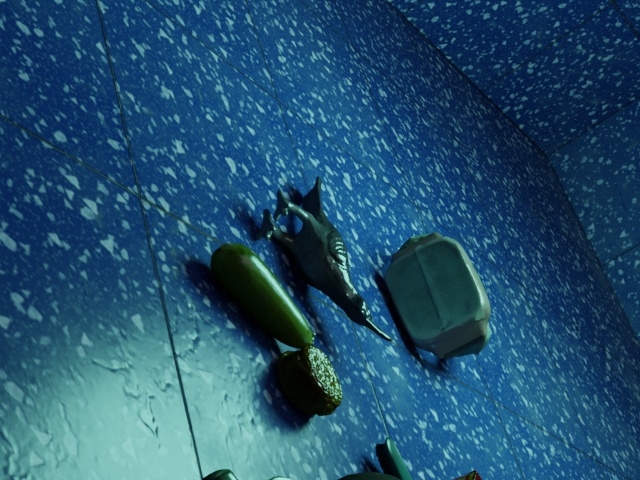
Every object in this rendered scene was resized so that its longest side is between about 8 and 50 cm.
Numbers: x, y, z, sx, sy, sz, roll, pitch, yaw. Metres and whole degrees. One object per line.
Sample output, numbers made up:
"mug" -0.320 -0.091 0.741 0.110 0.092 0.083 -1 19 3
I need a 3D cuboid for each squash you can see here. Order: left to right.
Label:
"squash" -0.076 0.078 1.637 0.201 0.066 0.066 47 22 -24

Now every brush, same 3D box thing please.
"brush" 0.126 0.370 1.719 0.193 0.032 0.043 65 16 -11

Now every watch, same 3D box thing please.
"watch" 0.227 0.105 2.201 0.253 0.161 0.241 69 11 23

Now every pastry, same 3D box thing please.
"pastry" -0.012 0.190 1.628 0.097 0.057 0.109 38 28 -44

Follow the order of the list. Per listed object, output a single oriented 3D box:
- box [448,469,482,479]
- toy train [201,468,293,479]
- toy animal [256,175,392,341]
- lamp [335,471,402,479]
"box" 0.199 0.470 1.613 0.197 0.089 0.313 63 20 -6
"toy train" -0.028 0.392 1.148 0.369 0.150 0.237 49 26 10
"toy animal" -0.017 -0.002 1.878 0.206 0.081 0.367 30 25 -42
"lamp" 0.078 0.415 1.365 0.314 0.182 0.182 68 19 -10
